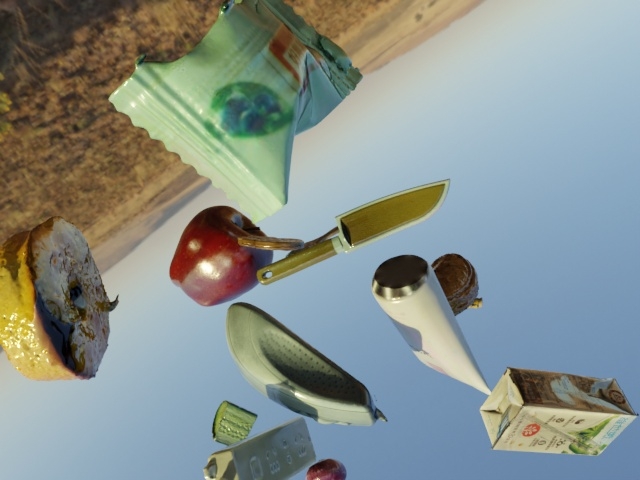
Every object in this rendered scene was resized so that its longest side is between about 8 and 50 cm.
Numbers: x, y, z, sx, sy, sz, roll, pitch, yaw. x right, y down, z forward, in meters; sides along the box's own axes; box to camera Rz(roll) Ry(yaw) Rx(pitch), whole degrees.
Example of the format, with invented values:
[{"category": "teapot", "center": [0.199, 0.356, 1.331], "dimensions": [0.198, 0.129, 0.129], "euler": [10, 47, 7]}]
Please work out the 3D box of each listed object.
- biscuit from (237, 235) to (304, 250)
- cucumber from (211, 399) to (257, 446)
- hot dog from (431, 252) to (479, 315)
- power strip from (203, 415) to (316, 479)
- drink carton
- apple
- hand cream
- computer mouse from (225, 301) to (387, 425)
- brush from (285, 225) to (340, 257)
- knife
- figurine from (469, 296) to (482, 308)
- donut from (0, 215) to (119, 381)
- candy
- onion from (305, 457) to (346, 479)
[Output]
[{"category": "biscuit", "center": [-0.116, 0.008, 1.313], "dimensions": [0.175, 0.026, 0.124], "euler": [6, -174, 39]}, {"category": "cucumber", "center": [-0.256, 0.532, 1.615], "dimensions": [0.116, 0.115, 0.062], "euler": [-61, -157, -7]}, {"category": "hot dog", "center": [0.304, 0.149, 1.432], "dimensions": [0.196, 0.122, 0.272], "euler": [-42, -176, 38]}, {"category": "power strip", "center": [-0.101, 0.400, 1.010], "dimensions": [0.058, 0.098, 0.338], "euler": [-22, 167, 21]}, {"category": "drink carton", "center": [0.600, 0.443, 1.434], "dimensions": [0.132, 0.325, 0.194], "euler": [-96, -162, -50]}, {"category": "apple", "center": [-0.307, 0.047, 1.715], "dimensions": [0.317, 0.288, 0.288], "euler": [-48, -175, 25]}, {"category": "hand cream", "center": [0.217, 0.181, 1.120], "dimensions": [0.186, 0.358, 0.118], "euler": [15, -124, 47]}, {"category": "computer mouse", "center": [-0.046, 0.258, 1.051], "dimensions": [0.121, 0.371, 0.188], "euler": [-54, 165, -20]}, {"category": "brush", "center": [0.000, 0.000, 1.421], "dimensions": [0.196, 0.021, 0.070], "euler": [-31, -163, -22]}, {"category": "knife", "center": [0.043, -0.013, 0.859], "dimensions": [0.343, 0.061, 0.027], "euler": [-23, 174, 17]}, {"category": "figurine", "center": [0.384, 0.170, 1.581], "dimensions": [0.143, 0.068, 0.101], "euler": [-3, -168, -10]}, {"category": "donut", "center": [-0.399, 0.092, 0.846], "dimensions": [0.119, 0.253, 0.253], "euler": [-8, -169, -3]}, {"category": "candy", "center": [-0.084, -0.242, 0.831], "dimensions": [0.172, 0.263, 0.397], "euler": [-23, -151, 37]}, {"category": "onion", "center": [0.017, 0.656, 1.534], "dimensions": [0.115, 0.115, 0.104], "euler": [-33, -124, 16]}]
